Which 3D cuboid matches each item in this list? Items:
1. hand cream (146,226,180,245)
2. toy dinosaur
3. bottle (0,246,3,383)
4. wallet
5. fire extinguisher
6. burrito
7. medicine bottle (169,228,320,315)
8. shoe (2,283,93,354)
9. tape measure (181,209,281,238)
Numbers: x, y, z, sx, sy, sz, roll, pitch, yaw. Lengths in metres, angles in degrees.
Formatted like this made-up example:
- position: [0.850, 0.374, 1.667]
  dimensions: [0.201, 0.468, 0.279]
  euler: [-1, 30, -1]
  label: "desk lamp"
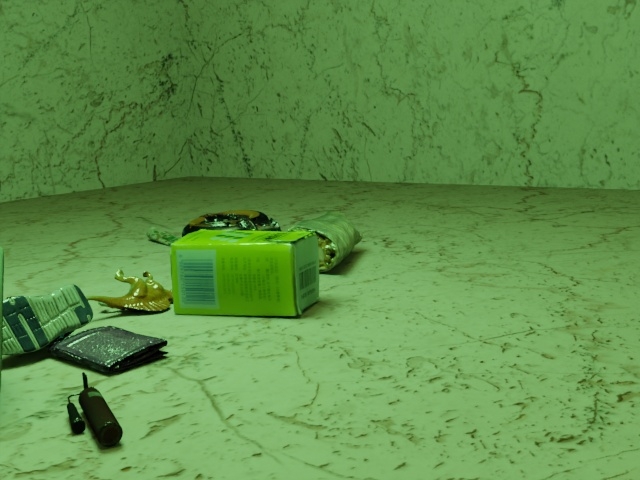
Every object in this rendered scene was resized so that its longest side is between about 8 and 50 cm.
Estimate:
- position: [-0.427, -0.007, 2.295]
  dimensions: [0.057, 0.037, 0.165]
  euler: [-11, 19, -39]
  label: "hand cream"
- position: [-0.332, 0.113, 1.543]
  dimensions: [0.142, 0.057, 0.212]
  euler: [19, 27, 13]
  label: "toy dinosaur"
- position: [-0.580, 0.114, 1.043]
  dimensions: [0.351, 0.229, 0.229]
  euler: [0, 8, -22]
  label: "bottle"
- position: [-0.322, 0.161, 1.263]
  dimensions: [0.165, 0.030, 0.111]
  euler: [6, 13, 41]
  label: "wallet"
- position: [-0.275, 0.207, 1.000]
  dimensions: [0.049, 0.035, 0.173]
  euler: [-46, 23, -12]
  label: "fire extinguisher"
- position: [0.004, 0.001, 1.898]
  dimensions: [0.143, 0.105, 0.299]
  euler: [4, 9, 13]
  label: "burrito"
- position: [-0.135, 0.056, 1.515]
  dimensions: [0.250, 0.141, 0.137]
  euler: [1, 7, 18]
  label: "medicine bottle"
- position: [-0.457, 0.136, 1.320]
  dimensions: [0.106, 0.092, 0.207]
  euler: [-32, -6, 25]
  label: "shoe"
- position: [-0.200, 0.005, 1.849]
  dimensions: [0.202, 0.135, 0.223]
  euler: [-14, 16, -21]
  label: "tape measure"
